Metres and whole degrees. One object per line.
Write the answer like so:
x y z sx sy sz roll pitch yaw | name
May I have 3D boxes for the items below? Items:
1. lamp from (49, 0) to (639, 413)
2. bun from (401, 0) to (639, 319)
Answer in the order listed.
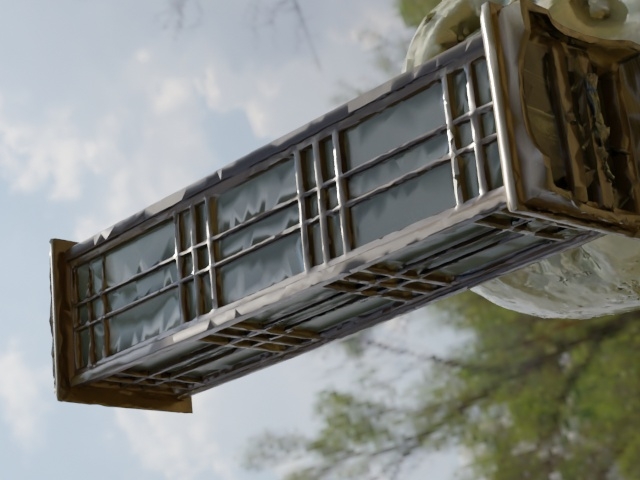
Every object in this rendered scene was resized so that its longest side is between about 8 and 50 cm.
0.000 0.000 0.703 0.090 0.325 0.089 12 -115 -40 | lamp
0.198 -0.113 1.142 0.234 0.362 0.326 35 -125 -24 | bun
